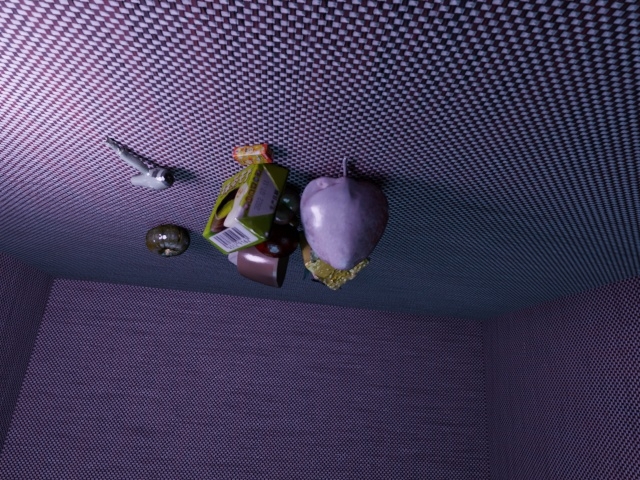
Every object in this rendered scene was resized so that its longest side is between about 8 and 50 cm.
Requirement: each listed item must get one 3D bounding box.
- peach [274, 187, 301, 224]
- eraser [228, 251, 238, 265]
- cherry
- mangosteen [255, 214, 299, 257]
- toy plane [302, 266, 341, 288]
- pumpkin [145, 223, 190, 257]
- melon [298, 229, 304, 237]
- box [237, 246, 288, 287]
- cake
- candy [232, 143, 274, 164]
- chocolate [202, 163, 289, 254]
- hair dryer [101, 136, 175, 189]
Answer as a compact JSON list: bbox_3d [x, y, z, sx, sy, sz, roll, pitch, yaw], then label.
[{"bbox_3d":[-0.147,-0.137,1.607,0.152,0.152,0.152,4,161,2],"label":"peach"},{"bbox_3d":[-0.396,0.082,2.339,0.174,0.095,0.270,17,158,-31],"label":"eraser"},{"bbox_3d":[0.071,-0.080,1.468,0.326,0.335,0.291,30,175,-2],"label":"cherry"},{"bbox_3d":[-0.180,-0.052,1.754,0.215,0.258,0.215,24,-165,-7],"label":"mangosteen"},{"bbox_3d":[0.024,0.204,2.509,0.381,0.155,0.106,9,170,46],"label":"toy plane"},{"bbox_3d":[-0.794,0.005,2.127,0.223,0.157,0.224,-6,156,-2],"label":"pumpkin"},{"bbox_3d":[0.000,0.000,1.974,0.323,0.124,0.196,25,147,-37],"label":"melon"},{"bbox_3d":[-0.283,0.083,2.066,0.216,0.301,0.301,8,161,8],"label":"box"},{"bbox_3d":[0.034,0.030,1.786,0.222,0.227,0.286,-40,126,13],"label":"cake"},{"bbox_3d":[-0.222,-0.283,1.351,0.122,0.038,0.062,-2,159,18],"label":"candy"},{"bbox_3d":[-0.274,-0.121,1.473,0.137,0.289,0.301,32,149,-32],"label":"chocolate"},{"bbox_3d":[-0.686,-0.266,1.499,0.267,0.092,0.229,34,154,-29],"label":"hair dryer"}]
